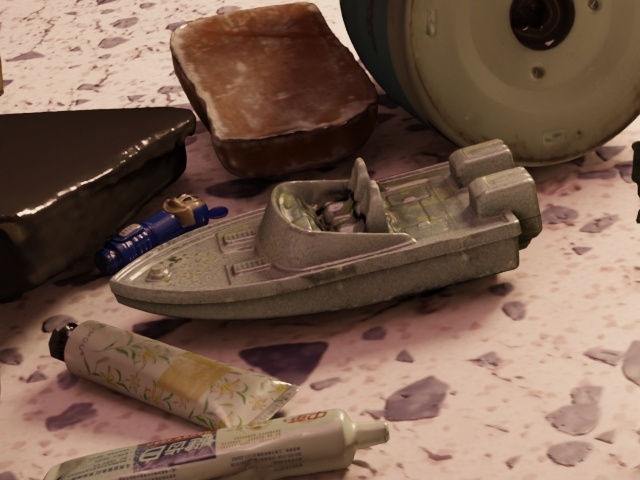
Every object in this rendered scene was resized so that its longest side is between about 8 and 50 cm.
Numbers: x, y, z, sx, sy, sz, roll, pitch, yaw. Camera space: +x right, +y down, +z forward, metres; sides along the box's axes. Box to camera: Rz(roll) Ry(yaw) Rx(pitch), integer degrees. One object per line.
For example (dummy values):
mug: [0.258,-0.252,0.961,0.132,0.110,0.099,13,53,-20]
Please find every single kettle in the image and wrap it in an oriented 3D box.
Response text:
kettle: [0.103,-0.242,1.513,0.247,0.319,0.342,-50,25,0]

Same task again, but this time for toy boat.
toy boat: [0.000,0.000,1.298,0.320,0.092,0.141,-14,25,-5]

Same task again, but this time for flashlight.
flashlight: [-0.135,-0.010,1.429,0.121,0.035,0.057,-30,34,-34]

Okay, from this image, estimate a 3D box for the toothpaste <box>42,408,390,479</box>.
toothpaste: [-0.070,0.140,1.115,0.233,0.038,0.060,-10,23,7]

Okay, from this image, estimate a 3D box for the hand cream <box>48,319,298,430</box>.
hand cream: [-0.110,0.093,1.215,0.194,0.042,0.067,14,34,33]

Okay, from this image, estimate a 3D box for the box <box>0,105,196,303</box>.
box: [-0.314,-0.037,1.454,0.359,0.091,0.350,0,19,21]

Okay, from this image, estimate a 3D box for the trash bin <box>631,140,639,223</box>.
trash bin: [0.369,0.027,0.947,0.259,0.295,0.381,-19,18,-16]

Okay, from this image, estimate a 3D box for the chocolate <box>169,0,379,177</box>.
chocolate: [-0.044,-0.124,1.571,0.157,0.080,0.254,-10,34,-13]

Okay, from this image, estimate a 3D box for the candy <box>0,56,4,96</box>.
candy: [-0.430,-0.215,1.770,0.185,0.195,0.137,-20,30,-25]
